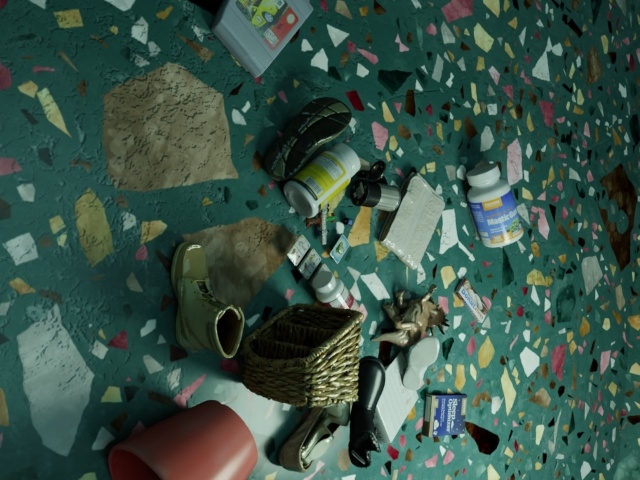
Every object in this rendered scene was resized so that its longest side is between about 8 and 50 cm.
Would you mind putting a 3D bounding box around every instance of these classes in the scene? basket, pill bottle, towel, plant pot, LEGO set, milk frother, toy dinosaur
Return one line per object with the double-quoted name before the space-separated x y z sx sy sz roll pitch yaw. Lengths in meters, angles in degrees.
"basket" -0.064 0.271 1.525 0.213 0.299 0.223 5 88 -38
"pill bottle" 0.040 0.158 1.736 0.086 0.086 0.152 -54 129 -26
"pill bottle" 0.008 -0.170 1.695 0.208 0.119 0.119 -43 115 -24
"towel" 0.303 -0.065 1.994 0.187 0.049 0.282 39 66 -31
"pill bottle" 0.609 -0.127 2.179 0.152 0.152 0.272 -34 110 -35
"plant pot" -0.290 0.503 1.375 0.243 0.275 0.275 -32 109 -44
"LEGO set" 0.000 0.000 1.761 0.244 0.060 0.182 -56 132 -23
"milk frother" 0.183 -0.161 1.836 0.134 0.143 0.129 6 78 -37
"toy dinosaur" 0.301 0.262 1.944 0.295 0.127 0.200 -42 121 -26

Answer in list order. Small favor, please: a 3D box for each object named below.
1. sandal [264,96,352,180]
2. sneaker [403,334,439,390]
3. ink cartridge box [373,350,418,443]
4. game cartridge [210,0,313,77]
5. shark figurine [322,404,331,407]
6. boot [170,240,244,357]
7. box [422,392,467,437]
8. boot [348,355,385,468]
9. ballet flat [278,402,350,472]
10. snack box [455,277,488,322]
"sandal" -0.042 -0.283 1.697 0.303 0.086 0.120 -44 90 -13
"sneaker" 0.316 0.366 1.932 0.094 0.080 0.212 -49 162 -57
"ink cartridge box" 0.216 0.485 1.923 0.232 0.066 0.189 -42 116 -55
"game cartridge" -0.154 -0.601 1.630 0.196 0.060 0.294 44 63 -25
"shark figurine" 0.020 0.359 1.704 0.166 0.116 0.278 81 -2 -49
"boot" -0.261 0.133 1.424 0.095 0.203 0.262 1 90 -40
"box" 0.438 0.593 2.100 0.225 0.036 0.137 10 83 -40
"boot" 0.130 0.472 1.698 0.094 0.207 0.247 9 109 -2
"ballet flat" 0.015 0.514 1.707 0.316 0.106 0.108 -50 119 -29
"snack box" 0.542 0.215 2.200 0.178 0.022 0.064 49 62 -28
